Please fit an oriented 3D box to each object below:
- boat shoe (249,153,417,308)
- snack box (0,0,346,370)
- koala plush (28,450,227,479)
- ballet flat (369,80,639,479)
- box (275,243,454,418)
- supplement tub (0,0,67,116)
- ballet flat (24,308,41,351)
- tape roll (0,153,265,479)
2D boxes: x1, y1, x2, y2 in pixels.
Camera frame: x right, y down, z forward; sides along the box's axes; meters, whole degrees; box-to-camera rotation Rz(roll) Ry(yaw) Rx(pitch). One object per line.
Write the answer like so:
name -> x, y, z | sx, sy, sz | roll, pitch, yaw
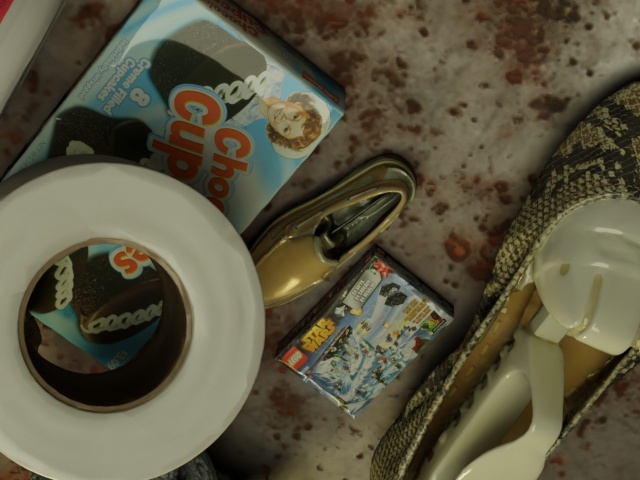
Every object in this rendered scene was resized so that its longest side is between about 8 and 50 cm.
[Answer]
boat shoe -> 0.000, 0.000, 1.558 | 0.068, 0.072, 0.190 | 43, 110, -14
snack box -> -0.148, -0.057, 1.550 | 0.187, 0.060, 0.322 | 36, 112, -12
koala plush -> -0.128, 0.245, 1.628 | 0.196, 0.203, 0.221 | -35, 119, 18
ballet flat -> 0.192, 0.098, 1.530 | 0.164, 0.182, 0.483 | 28, 113, -9
box -> 0.039, 0.081, 1.617 | 0.094, 0.027, 0.137 | 39, 111, -14
supplement tub -> -0.346, -0.203, 1.426 | 0.272, 0.191, 0.191 | 30, 113, -9
ballet flat -> -0.404, 0.071, 1.578 | 0.342, 0.116, 0.124 | -6, 110, 22
tape roll -> -0.175, 0.056, 1.433 | 0.246, 0.169, 0.246 | -1, 96, -11
